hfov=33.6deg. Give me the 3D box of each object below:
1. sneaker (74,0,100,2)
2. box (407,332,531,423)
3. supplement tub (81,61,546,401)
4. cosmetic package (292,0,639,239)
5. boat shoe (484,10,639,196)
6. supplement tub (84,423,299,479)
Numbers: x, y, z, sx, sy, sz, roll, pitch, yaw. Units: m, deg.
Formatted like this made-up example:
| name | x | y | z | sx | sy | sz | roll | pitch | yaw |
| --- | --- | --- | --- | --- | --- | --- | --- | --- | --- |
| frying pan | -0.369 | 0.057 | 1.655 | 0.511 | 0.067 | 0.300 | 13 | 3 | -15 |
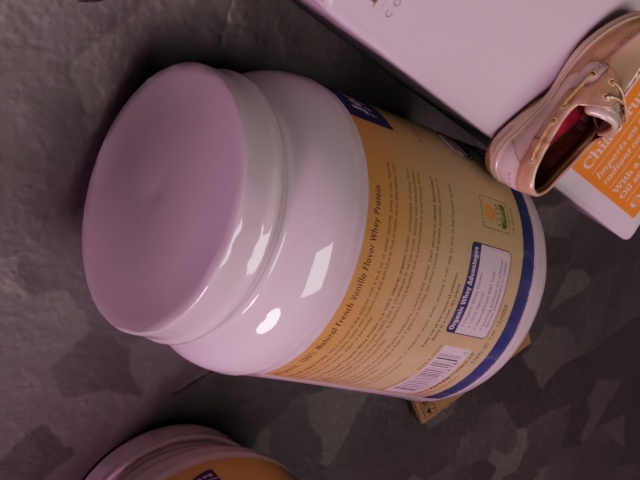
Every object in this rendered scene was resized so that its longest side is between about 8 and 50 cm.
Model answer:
| name | x | y | z | sx | sy | sz | roll | pitch | yaw |
| --- | --- | --- | --- | --- | --- | --- | --- | --- | --- |
| sneaker | -0.184 | -0.201 | 0.622 | 0.086 | 0.132 | 0.228 | -50 | 135 | 3 |
| box | 0.147 | 0.091 | 1.143 | 0.164 | 0.021 | 0.201 | -34 | 133 | -13 |
| supplement tub | 0.000 | 0.000 | 0.826 | 0.316 | 0.228 | 0.228 | 15 | 109 | -42 |
| cosmetic package | 0.166 | -0.199 | 0.863 | 0.453 | 0.161 | 0.230 | 27 | 101 | -43 |
| boat shoe | 0.203 | -0.098 | 0.801 | 0.170 | 0.059 | 0.063 | -47 | 135 | 2 |
| supplement tub | -0.069 | 0.325 | 0.904 | 0.241 | 0.331 | 0.241 | -14 | 117 | -29 |
